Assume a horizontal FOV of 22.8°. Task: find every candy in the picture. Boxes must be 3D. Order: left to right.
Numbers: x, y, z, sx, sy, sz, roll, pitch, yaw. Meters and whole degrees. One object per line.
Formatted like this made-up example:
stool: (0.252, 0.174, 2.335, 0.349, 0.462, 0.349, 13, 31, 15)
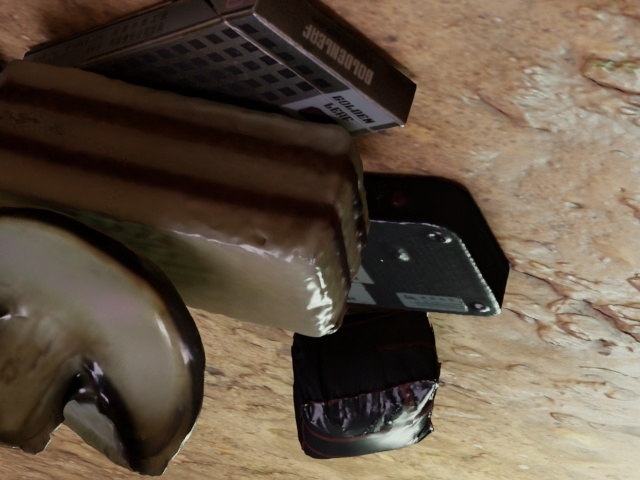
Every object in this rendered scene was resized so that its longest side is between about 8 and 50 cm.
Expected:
candy: (-0.123, -0.033, 1.353, 0.320, 0.135, 0.179, 13, 156, 7)

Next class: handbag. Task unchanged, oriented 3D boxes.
handbag: (0.053, 0.162, 1.803, 0.169, 0.155, 0.215, -6, 157, -2)

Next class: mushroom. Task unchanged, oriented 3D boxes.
mushroom: (-0.226, 0.069, 1.278, 0.267, 0.190, 0.164, 17, 180, -21)

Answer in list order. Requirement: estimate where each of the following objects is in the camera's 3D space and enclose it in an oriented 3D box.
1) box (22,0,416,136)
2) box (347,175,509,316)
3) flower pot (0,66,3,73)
box: (-0.096, -0.131, 1.342, 0.324, 0.047, 0.180, -10, 147, 45)
box: (0.000, 0.000, 1.580, 0.350, 0.058, 0.211, 5, 156, 25)
flower pot: (-0.334, -0.129, 1.447, 0.089, 0.111, 0.111, -11, 150, 18)
